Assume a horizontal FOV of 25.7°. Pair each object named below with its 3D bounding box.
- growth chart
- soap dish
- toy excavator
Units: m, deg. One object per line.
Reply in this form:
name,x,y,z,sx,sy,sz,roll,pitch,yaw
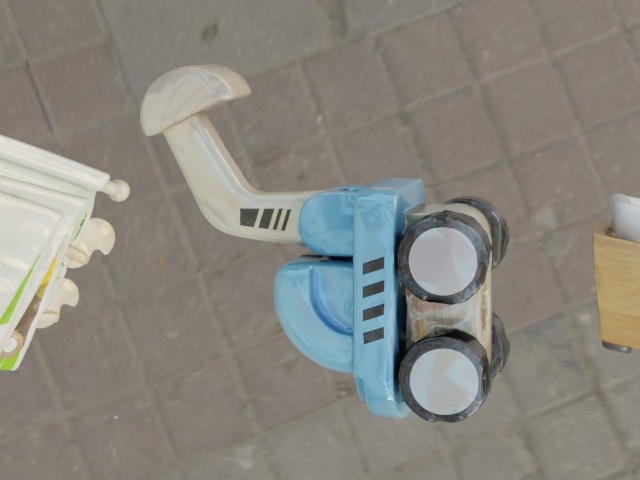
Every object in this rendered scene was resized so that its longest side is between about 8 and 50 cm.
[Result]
growth chart,-0.243,0.033,0.965,0.021,0.172,0.237,37,93,42
soap dish,0.333,0.039,1.161,0.229,0.291,0.118,13,95,10
toy excavator,0.000,0.000,1.725,0.445,0.222,0.433,1,99,14
